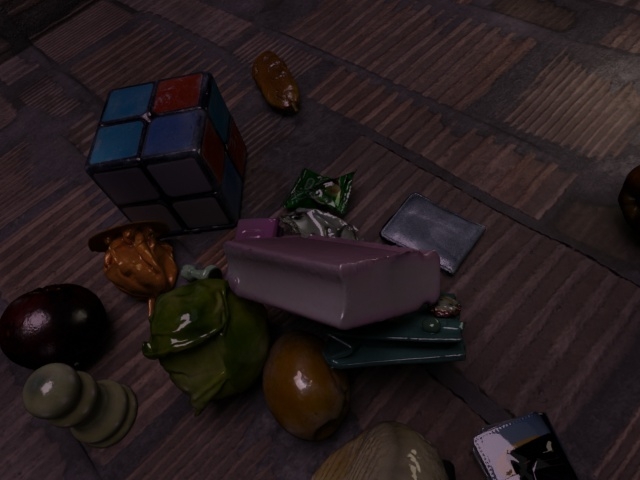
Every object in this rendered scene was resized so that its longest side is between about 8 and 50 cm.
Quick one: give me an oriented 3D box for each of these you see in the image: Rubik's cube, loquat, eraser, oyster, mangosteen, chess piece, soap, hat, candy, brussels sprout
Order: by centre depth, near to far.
[{"bbox_3d":[0.010,0.064,0.937,0.272,0.123,0.359,-8,10,-42],"label":"eraser"},{"bbox_3d":[-0.031,0.287,0.968,0.179,0.179,0.227,-26,50,-5],"label":"loquat"},{"bbox_3d":[-0.516,0.337,1.003,0.144,0.251,0.145,-7,55,10],"label":"chess piece"},{"bbox_3d":[-0.237,0.211,1.014,0.227,0.260,0.294,-20,7,23],"label":"brussels sprout"},{"bbox_3d":[-0.633,0.238,1.145,0.235,0.235,0.262,-10,97,7],"label":"mangosteen"},{"bbox_3d":[0.000,-0.002,1.214,0.251,0.087,0.199,7,48,9],"label":"oyster"},{"bbox_3d":[-0.172,0.038,1.240,0.122,0.066,0.203,-2,55,12],"label":"soap"},{"bbox_3d":[-0.315,0.091,1.244,0.103,0.067,0.067,9,58,29],"label":"chess piece"},{"bbox_3d":[-0.479,0.097,1.245,0.244,0.233,0.234,-20,80,14],"label":"hat"},{"bbox_3d":[-0.001,-0.134,1.313,0.203,0.078,0.141,9,47,32],"label":"candy"},{"bbox_3d":[-0.407,-0.231,1.326,0.315,0.313,0.319,-8,56,8],"label":"Rubik's cube"}]

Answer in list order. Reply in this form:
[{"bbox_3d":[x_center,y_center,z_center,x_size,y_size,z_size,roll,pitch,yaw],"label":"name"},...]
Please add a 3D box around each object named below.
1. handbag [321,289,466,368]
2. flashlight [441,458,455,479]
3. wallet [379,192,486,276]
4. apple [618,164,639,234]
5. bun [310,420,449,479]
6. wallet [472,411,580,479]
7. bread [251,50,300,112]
[{"bbox_3d":[0.150,0.160,0.971,0.273,0.268,0.100,-4,99,15],"label":"handbag"},{"bbox_3d":[0.207,0.503,0.822,0.092,0.093,0.232,-2,55,12],"label":"flashlight"},{"bbox_3d":[0.276,-0.021,1.195,0.222,0.036,0.167,30,67,27],"label":"wallet"},{"bbox_3d":[0.772,-0.094,1.017,0.229,0.230,0.230,-6,55,9],"label":"apple"},{"bbox_3d":[0.085,0.470,0.733,0.219,0.365,0.365,37,68,-2],"label":"bun"},{"bbox_3d":[0.383,0.434,0.839,0.169,0.069,0.231,-16,55,-4],"label":"wallet"},{"bbox_3d":[-0.140,-0.523,1.605,0.124,0.084,0.344,-39,54,14],"label":"bread"}]
